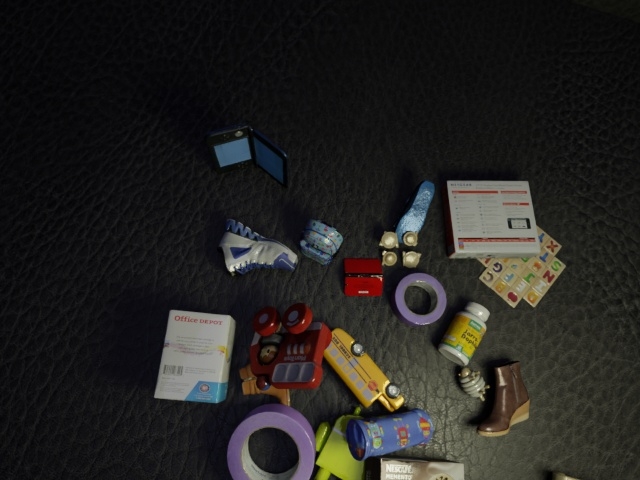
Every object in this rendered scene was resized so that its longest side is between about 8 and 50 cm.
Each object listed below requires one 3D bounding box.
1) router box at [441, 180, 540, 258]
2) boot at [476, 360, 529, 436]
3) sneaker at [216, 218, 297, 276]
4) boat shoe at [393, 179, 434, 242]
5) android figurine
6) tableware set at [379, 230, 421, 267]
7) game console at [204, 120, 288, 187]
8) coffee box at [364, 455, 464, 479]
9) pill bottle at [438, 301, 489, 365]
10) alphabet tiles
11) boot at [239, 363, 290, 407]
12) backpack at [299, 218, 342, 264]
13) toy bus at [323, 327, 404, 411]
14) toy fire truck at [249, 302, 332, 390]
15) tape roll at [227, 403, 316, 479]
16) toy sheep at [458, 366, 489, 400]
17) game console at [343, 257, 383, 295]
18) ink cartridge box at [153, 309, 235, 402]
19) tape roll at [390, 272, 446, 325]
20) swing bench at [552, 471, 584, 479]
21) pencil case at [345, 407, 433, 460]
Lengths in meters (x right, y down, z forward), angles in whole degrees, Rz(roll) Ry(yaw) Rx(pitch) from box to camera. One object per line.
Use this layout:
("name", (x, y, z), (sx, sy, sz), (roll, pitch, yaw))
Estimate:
("router box", (0.662, -0.083, 1.724), (0.335, 0.082, 0.301), (1, 71, -3))
("boot", (0.614, 0.539, 1.511), (0.248, 0.090, 0.207), (-9, 88, -28))
("sneaker", (-0.248, 0.068, 1.607), (0.315, 0.127, 0.182), (25, 77, 11))
("boat shoe", (0.368, -0.108, 1.710), (0.109, 0.089, 0.258), (31, 96, -9))
("android figurine", (0.094, 0.700, 1.465), (0.248, 0.056, 0.273), (27, 74, 4))
("tableware set", (0.304, 0.034, 1.675), (0.168, 0.020, 0.141), (1, 101, -6))
("game console", (-0.263, -0.284, 1.613), (0.250, 0.293, 0.173), (-18, 75, -9))
("coffee box", (0.296, 0.780, 1.389), (0.297, 0.119, 0.168), (12, 68, -15))
("pill bottle", (0.521, 0.330, 1.577), (0.117, 0.117, 0.208), (34, 73, 6))
("alphabet tiles", (0.789, 0.085, 1.728), (0.285, 0.011, 0.342), (43, 75, 8))
("boot", (-0.188, 0.505, 1.498), (0.152, 0.073, 0.197), (-15, 63, -10))
("backpack", (0.000, 0.000, 1.609), (0.158, 0.173, 0.117), (30, 73, 4))
("toy bus", (0.134, 0.453, 1.515), (0.130, 0.108, 0.333), (-38, 79, -14))
("toy fire truck", (-0.114, 0.358, 1.424), (0.302, 0.169, 0.254), (-12, 44, 31))
("tape roll", (-0.153, 0.672, 1.401), (0.274, 0.090, 0.275), (0, 86, 4))
("toy sheep", (0.537, 0.505, 1.542), (0.091, 0.091, 0.132), (-28, 83, -12))
("game console", (0.159, 0.139, 1.663), (0.143, 0.085, 0.124), (1, 104, -3))
("ink cartridge box", (-0.401, 0.381, 1.451), (0.198, 0.197, 0.270), (6, 73, -2))
("tape roll", (0.359, 0.219, 1.619), (0.188, 0.080, 0.189), (1, 73, -5))
("swing bench", (0.849, 0.910, 1.407), (0.254, 0.165, 0.253), (14, 73, 6))
("pencil case", (0.220, 0.617, 1.411), (0.306, 0.133, 0.120), (6, 77, -34))
